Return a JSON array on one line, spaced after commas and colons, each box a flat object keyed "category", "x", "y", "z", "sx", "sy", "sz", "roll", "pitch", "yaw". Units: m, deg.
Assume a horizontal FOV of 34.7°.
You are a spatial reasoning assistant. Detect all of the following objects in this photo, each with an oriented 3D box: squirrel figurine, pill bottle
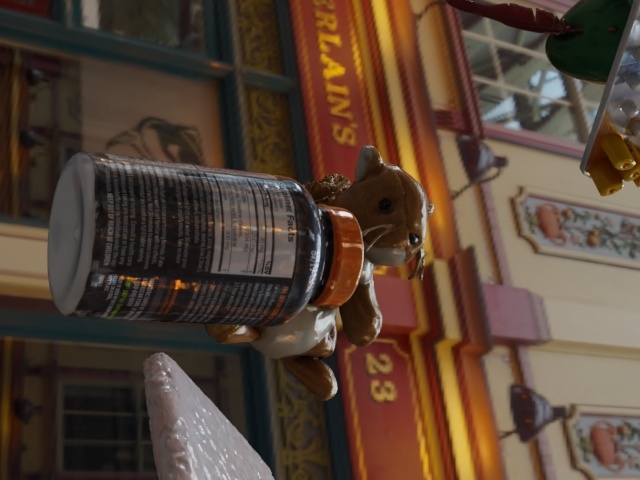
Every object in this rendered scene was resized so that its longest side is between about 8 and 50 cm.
[{"category": "squirrel figurine", "x": 0.000, "y": 0.000, "z": 1.697, "sx": 0.370, "sy": 0.281, "sz": 0.397, "roll": -47, "pitch": -149, "yaw": 11}, {"category": "pill bottle", "x": -0.088, "y": 0.005, "z": 0.840, "sx": 0.130, "sy": 0.245, "sz": 0.130, "roll": -19, "pitch": -111, "yaw": 59}]

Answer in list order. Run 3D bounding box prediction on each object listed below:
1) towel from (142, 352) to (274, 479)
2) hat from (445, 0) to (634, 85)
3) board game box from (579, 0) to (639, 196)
[{"category": "towel", "x": -0.117, "y": 0.344, "z": 1.292, "sx": 0.053, "sy": 0.317, "sz": 0.332, "roll": -29, "pitch": -139, "yaw": 5}, {"category": "hat", "x": 0.287, "y": -0.220, "z": 1.240, "sx": 0.183, "sy": 0.173, "sz": 0.208, "roll": -24, "pitch": -139, "yaw": 7}, {"category": "board game box", "x": 0.487, "y": -0.208, "z": 1.029, "sx": 0.390, "sy": 0.389, "sz": 0.050, "roll": 90, "pitch": -15, "yaw": -55}]
